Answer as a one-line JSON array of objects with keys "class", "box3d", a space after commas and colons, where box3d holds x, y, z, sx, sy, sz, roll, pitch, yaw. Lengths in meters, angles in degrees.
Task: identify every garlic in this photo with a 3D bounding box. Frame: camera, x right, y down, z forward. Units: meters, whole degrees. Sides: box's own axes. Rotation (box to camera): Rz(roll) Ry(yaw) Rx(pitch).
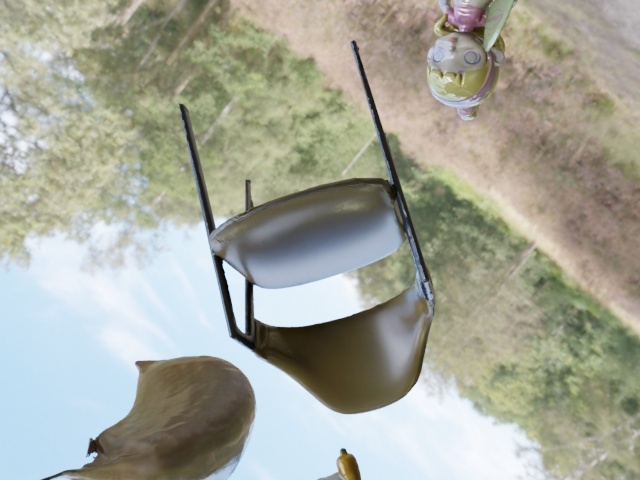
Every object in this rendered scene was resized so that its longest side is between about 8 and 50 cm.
[{"class": "garlic", "box3d": [-0.191, 0.252, 0.918, 0.196, 0.151, 0.338, 14, -165, 3]}]

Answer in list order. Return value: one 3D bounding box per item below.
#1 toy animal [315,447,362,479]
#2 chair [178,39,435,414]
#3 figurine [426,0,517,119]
[{"class": "toy animal", "box3d": [0.011, 0.415, 1.179, 0.182, 0.131, 0.127, 27, -145, 23]}, {"class": "chair", "box3d": [0.000, 0.000, 0.609, 0.172, 0.159, 0.246, 56, -161, -56]}, {"class": "figurine", "box3d": [0.134, -0.195, 0.632, 0.083, 0.187, 0.083, 4, -163, -1]}]
